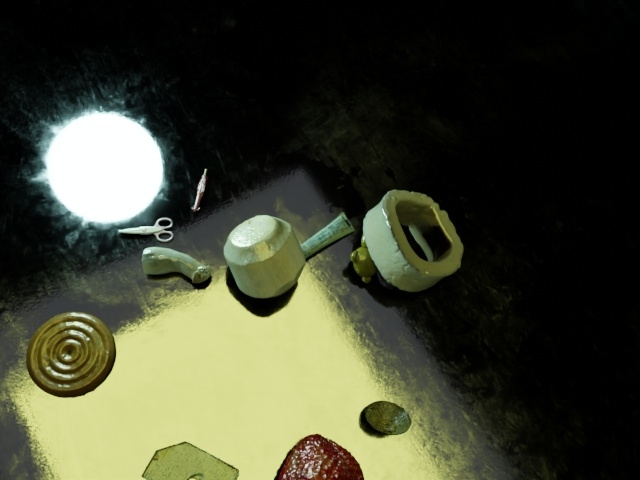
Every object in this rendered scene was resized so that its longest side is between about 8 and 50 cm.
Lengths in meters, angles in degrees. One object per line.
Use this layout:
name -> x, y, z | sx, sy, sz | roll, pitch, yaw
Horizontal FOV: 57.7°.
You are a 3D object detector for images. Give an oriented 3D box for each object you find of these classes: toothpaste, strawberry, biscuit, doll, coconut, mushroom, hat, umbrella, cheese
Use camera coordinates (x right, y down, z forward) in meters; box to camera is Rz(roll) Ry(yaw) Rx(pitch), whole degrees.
toothpaste -> -0.001, -0.001, 1.994 | 0.268, 0.047, 0.069 | -34, 60, -21
strawberry -> -0.010, 0.689, 1.633 | 0.238, 0.250, 0.289 | -32, 48, 15
biscuit -> -0.372, 0.673, 1.670 | 0.249, 0.046, 0.147 | 27, 68, 2
doll -> 0.170, 0.040, 1.993 | 0.137, 0.097, 0.209 | 54, 50, -19
coconut -> -0.170, 0.064, 1.848 | 0.237, 0.266, 0.237 | -13, 32, 8
biscuit -> -0.754, 0.341, 1.753 | 0.261, 0.037, 0.262 | 3, 67, -7
mushroom -> -0.464, 0.079, 1.878 | 0.223, 0.081, 0.092 | 14, 49, -5
hat -> 0.203, 0.569, 1.792 | 0.145, 0.067, 0.146 | 8, 25, -4
umbrella -> -0.415, -0.173, 2.014 | 0.027, 0.025, 0.166 | 20, 68, -21
cheese -> 0.307, -0.005, 1.944 | 0.292, 0.153, 0.333 | -15, 74, -36

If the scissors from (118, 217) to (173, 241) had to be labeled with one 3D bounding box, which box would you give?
scissors -> -0.581, -0.034, 1.935 | 0.175, 0.022, 0.086 | -2, 72, -12
